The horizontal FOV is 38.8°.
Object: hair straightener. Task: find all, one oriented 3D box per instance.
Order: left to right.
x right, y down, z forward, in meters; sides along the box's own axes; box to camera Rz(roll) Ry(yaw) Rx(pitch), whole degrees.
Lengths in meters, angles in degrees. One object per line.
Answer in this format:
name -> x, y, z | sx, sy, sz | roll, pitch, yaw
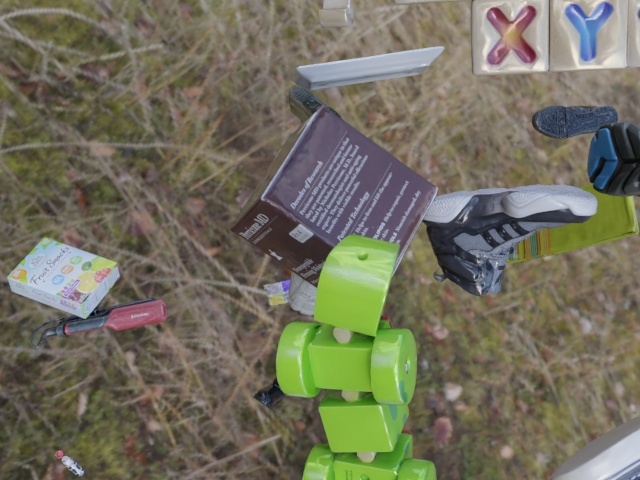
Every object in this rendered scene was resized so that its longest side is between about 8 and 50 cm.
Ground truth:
hair straightener -> -0.385, 0.143, 1.568 | 0.230, 0.089, 0.047 | -16, 101, -25

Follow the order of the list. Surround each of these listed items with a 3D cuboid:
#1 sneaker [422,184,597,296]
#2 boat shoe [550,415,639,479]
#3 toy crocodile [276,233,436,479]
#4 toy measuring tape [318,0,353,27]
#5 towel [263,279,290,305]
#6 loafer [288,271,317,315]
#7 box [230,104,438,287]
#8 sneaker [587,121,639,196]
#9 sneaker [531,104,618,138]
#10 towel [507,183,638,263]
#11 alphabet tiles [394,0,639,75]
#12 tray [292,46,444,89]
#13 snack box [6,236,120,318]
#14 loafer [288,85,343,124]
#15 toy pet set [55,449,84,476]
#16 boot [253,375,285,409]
sneaker -> 0.279, 0.001, 1.340 | 0.101, 0.269, 0.153 | -21, 106, -56
boat shoe -> 0.440, 0.269, 1.068 | 0.341, 0.127, 0.158 | -21, 76, -23
toy crocodile -> 0.042, 0.161, 0.823 | 0.105, 0.115, 0.340 | -48, 133, -59
toy measuring tape -> 0.071, -0.383, 1.085 | 0.121, 0.121, 0.330 | 26, 72, -44
towel -> -0.068, 0.100, 1.793 | 0.060, 0.083, 0.009 | -107, -171, -48
loafer -> 0.000, 0.000, 1.689 | 0.112, 0.111, 0.319 | 12, 41, -10
box -> 0.017, -0.043, 1.260 | 0.203, 0.168, 0.167 | 34, 68, -9
sneaker -> 0.470, -0.093, 1.089 | 0.140, 0.341, 0.125 | -1, 104, -17
sneaker -> 0.394, -0.186, 1.422 | 0.170, 0.089, 0.051 | -5, 96, -15
towel -> 0.406, -0.033, 1.508 | 0.021, 0.237, 0.102 | 7, 72, -47
alphabet tiles -> 0.190, -0.293, 0.642 | 0.011, 0.285, 0.342 | -61, 149, -74
tray -> 0.085, -0.312, 1.669 | 0.145, 0.270, 0.030 | 177, -96, -86
snack box -> -0.404, 0.058, 1.433 | 0.037, 0.141, 0.100 | 90, 24, -44
loafer -> -0.006, -0.238, 1.756 | 0.056, 0.050, 0.148 | -32, 70, -26
toy pet set -> -0.422, 0.415, 1.463 | 0.114, 0.065, 0.122 | 35, 72, 4
boot -> -0.075, 0.268, 1.710 | 0.045, 0.099, 0.121 | 34, -4, 14
